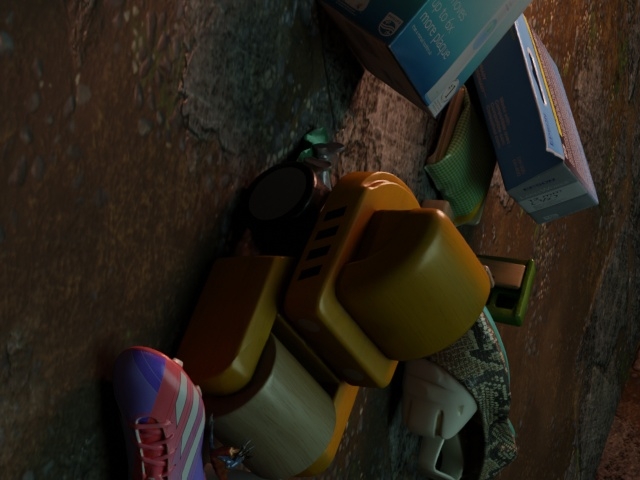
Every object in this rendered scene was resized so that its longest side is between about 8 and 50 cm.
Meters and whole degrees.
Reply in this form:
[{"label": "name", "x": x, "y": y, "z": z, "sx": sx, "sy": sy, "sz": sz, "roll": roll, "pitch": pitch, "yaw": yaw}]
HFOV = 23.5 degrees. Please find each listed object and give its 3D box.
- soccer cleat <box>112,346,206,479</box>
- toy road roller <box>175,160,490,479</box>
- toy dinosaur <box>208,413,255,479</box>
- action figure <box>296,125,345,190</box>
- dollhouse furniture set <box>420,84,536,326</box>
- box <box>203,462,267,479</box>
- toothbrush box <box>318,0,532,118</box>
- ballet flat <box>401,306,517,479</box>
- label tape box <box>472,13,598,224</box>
[{"label": "soccer cleat", "x": -0.152, "y": 0.206, "z": 1.451, "sx": 0.095, "sy": 0.083, "sz": 0.248, "roll": -72, "pitch": 163, "yaw": -46}, {"label": "toy road roller", "x": 0.025, "y": 0.078, "z": 1.589, "sx": 0.202, "sy": 0.240, "sz": 0.329, "roll": 50, "pitch": 52, "yaw": -41}, {"label": "toy dinosaur", "x": -0.090, "y": 0.215, "z": 1.493, "sx": 0.082, "sy": 0.047, "sz": 0.090, "roll": -16, "pitch": 115, "yaw": -76}, {"label": "action figure", "x": 0.000, "y": 0.000, "z": 1.798, "sx": 0.137, "sy": 0.063, "sz": 0.232, "roll": -56, "pitch": 151, "yaw": -53}, {"label": "dollhouse furniture set", "x": 0.245, "y": -0.057, "z": 2.267, "sx": 0.197, "sy": 0.151, "sz": 0.301, "roll": 60, "pitch": 43, "yaw": -58}, {"label": "box", "x": -0.110, "y": 0.337, "z": 1.599, "sx": 0.170, "sy": 0.091, "sz": 0.130, "roll": -50, "pitch": 143, "yaw": -53}, {"label": "toothbrush box", "x": 0.159, "y": -0.325, "z": 1.822, "sx": 0.295, "sy": 0.126, "sz": 0.216, "roll": -51, "pitch": 154, "yaw": -4}, {"label": "ballet flat", "x": 0.199, "y": 0.257, "z": 2.296, "sx": 0.182, "sy": 0.164, "sz": 0.483, "roll": -53, "pitch": 151, "yaw": -23}, {"label": "label tape box", "x": 0.306, "y": -0.188, "z": 2.310, "sx": 0.348, "sy": 0.115, "sz": 0.249, "roll": 28, "pitch": 46, "yaw": -66}]
